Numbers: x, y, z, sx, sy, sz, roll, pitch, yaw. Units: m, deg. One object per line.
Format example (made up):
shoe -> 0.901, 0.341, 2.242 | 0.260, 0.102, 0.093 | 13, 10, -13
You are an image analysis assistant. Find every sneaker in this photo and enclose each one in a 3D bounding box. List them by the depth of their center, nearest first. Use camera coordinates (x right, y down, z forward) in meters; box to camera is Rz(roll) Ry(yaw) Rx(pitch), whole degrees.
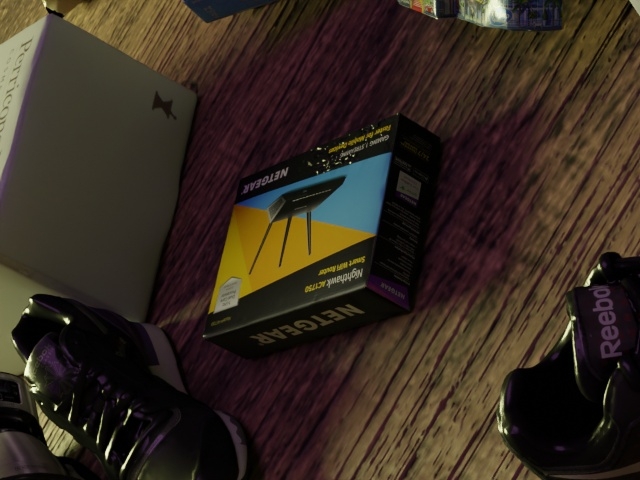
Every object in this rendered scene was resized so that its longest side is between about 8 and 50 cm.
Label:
sneaker -> 0.194, 0.047, 0.882 | 0.276, 0.135, 0.097 | -38, 36, 31
sneaker -> -0.153, 0.127, 1.334 | 0.107, 0.124, 0.283 | -59, 31, 6

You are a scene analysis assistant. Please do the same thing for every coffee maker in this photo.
coffee maker -> -0.255, 0.209, 1.423 | 0.171, 0.120, 0.178 | -57, 31, 8

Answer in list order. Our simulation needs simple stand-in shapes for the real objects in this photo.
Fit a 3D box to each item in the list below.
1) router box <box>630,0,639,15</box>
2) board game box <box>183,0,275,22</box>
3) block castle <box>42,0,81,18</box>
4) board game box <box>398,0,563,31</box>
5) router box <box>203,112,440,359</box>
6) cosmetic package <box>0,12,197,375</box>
router box -> 0.285, -0.240, 1.026 | 0.301, 0.082, 0.335 | -48, 34, 22
board game box -> -0.005, -0.270, 1.469 | 0.211, 0.039, 0.160 | -12, 55, 33
block castle -> -0.349, -0.441, 1.763 | 0.303, 0.453, 0.213 | -49, 41, 21
board game box -> 0.099, -0.239, 1.191 | 0.194, 0.060, 0.194 | -135, 41, -73
router box -> 0.000, 0.000, 1.287 | 0.179, 0.046, 0.133 | -21, 50, 47
cosmetic package -> -0.320, -0.001, 1.648 | 0.453, 0.161, 0.230 | -22, 49, 46
